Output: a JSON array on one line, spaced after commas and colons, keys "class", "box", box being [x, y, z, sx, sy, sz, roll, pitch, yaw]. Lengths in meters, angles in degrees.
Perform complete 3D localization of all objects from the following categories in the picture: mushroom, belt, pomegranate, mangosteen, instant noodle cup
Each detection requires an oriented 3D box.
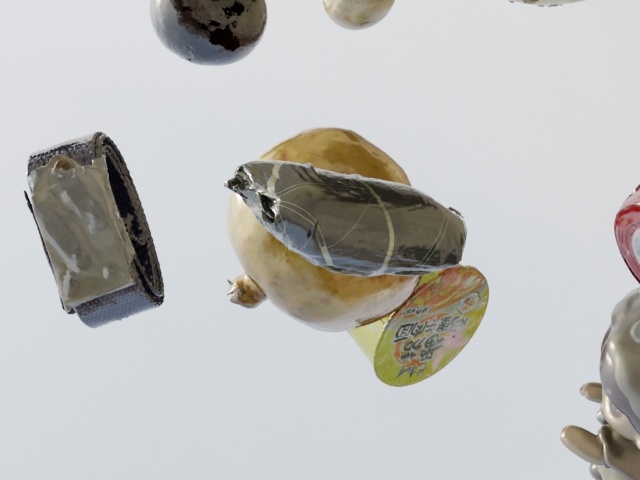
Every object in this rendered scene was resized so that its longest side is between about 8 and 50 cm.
[{"class": "mushroom", "box": [0.054, -0.396, 1.639, 0.127, 0.166, 0.166, 14, -140, -7]}, {"class": "belt", "box": [-0.284, -0.010, 1.348, 0.139, 0.126, 0.230, -27, -81, -81]}, {"class": "pomegranate", "box": [0.000, 0.000, 1.730, 0.342, 0.342, 0.342, 34, -145, -28]}, {"class": "mangosteen", "box": [-0.192, -0.435, 1.947, 0.211, 0.249, 0.211, 11, -153, -6]}, {"class": "instant noodle cup", "box": [0.141, 0.104, 1.967, 0.264, 0.264, 0.200, 11, -156, -48]}]

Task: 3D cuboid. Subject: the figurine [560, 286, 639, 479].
[{"class": "figurine", "box": [0.420, 0.203, 1.347, 0.203, 0.380, 0.248, 22, -138, 12]}]

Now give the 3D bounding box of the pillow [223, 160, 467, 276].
[{"class": "pillow", "box": [0.048, -0.026, 1.275, 0.335, 0.092, 0.161, 7, -150, -38]}]

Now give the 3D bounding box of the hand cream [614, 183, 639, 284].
[{"class": "hand cream", "box": [0.529, -0.002, 1.510, 0.149, 0.230, 0.230, -39, -89, -16]}]

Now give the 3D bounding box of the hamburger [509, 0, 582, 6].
[{"class": "hamburger", "box": [0.368, -0.476, 1.633, 0.268, 0.446, 0.286, 45, -138, -50]}]
